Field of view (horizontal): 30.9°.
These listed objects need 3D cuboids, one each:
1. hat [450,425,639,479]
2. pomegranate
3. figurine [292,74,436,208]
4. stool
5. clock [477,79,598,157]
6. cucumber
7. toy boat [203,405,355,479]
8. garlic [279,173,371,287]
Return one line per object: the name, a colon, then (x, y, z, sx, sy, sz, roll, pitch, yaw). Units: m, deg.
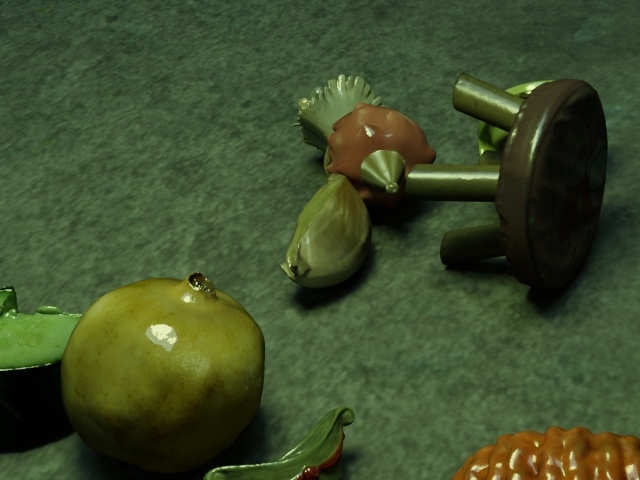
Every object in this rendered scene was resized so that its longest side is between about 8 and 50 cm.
hat: (0.195, 0.369, 0.907, 0.285, 0.285, 0.400, 8, 56, 19)
pomegranate: (-0.169, 0.148, 1.279, 0.233, 0.233, 0.233, -4, 34, 3)
figurine: (0.069, -0.126, 1.695, 0.207, 0.166, 0.387, 22, 17, -26)
stool: (0.249, -0.080, 1.497, 0.178, 0.272, 0.272, 10, 37, 32)
clock: (0.317, -0.173, 1.660, 0.170, 0.232, 0.069, -3, 73, 2)
cucumber: (-0.364, 0.149, 1.370, 0.191, 0.130, 0.191, -4, 34, 3)
toy boat: (-0.031, 0.240, 1.225, 0.185, 0.089, 0.071, -23, 82, -28)
garlic: (0.011, 0.005, 1.548, 0.087, 0.101, 0.195, -20, 28, 40)
